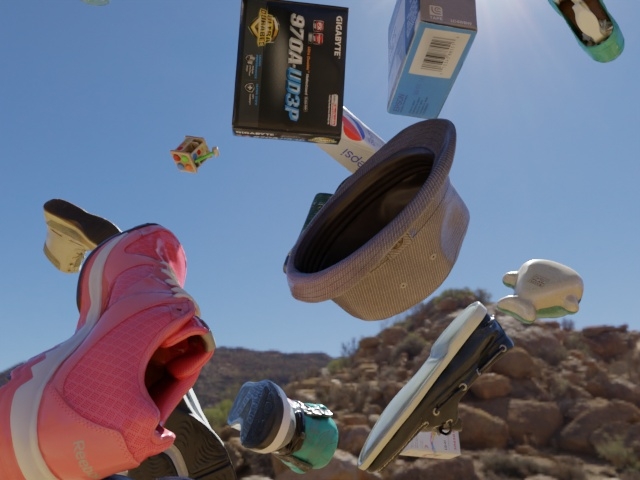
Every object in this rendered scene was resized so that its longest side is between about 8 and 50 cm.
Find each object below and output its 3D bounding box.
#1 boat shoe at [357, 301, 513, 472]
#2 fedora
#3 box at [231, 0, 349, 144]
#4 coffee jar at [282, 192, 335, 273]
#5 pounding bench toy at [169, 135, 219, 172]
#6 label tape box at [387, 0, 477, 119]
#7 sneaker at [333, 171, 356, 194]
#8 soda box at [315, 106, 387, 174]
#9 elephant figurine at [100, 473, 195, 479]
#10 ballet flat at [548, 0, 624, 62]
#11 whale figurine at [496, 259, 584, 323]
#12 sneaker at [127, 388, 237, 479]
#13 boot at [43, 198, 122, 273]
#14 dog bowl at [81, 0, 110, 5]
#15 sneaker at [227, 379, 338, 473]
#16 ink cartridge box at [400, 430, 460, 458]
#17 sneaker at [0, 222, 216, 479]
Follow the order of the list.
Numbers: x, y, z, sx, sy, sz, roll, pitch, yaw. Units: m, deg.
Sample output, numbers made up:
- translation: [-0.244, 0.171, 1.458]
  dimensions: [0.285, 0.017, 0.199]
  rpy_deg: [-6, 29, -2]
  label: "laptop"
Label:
- translation: [0.200, 0.266, 1.010]
  dimensions: [0.113, 0.340, 0.127]
  rpy_deg: [40, -15, 2]
  label: "boat shoe"
- translation: [0.089, -0.007, 0.738]
  dimensions: [0.124, 0.275, 0.244]
  rpy_deg: [45, -10, -20]
  label: "fedora"
- translation: [-0.048, -0.271, 0.974]
  dimensions: [0.175, 0.220, 0.051]
  rpy_deg: [5, -7, -5]
  label: "box"
- translation: [0.000, 0.000, 1.207]
  dimensions: [0.096, 0.184, 0.079]
  rpy_deg: [12, -20, 42]
  label: "coffee jar"
- translation: [-0.261, -0.177, 1.266]
  dimensions: [0.083, 0.065, 0.052]
  rpy_deg: [12, -41, 29]
  label: "pounding bench toy"
- translation: [0.198, -0.433, 1.122]
  dimensions: [0.106, 0.333, 0.240]
  rpy_deg: [6, -26, -5]
  label: "label tape box"
- translation: [0.073, -0.063, 1.342]
  dimensions: [0.283, 0.107, 0.124]
  rpy_deg: [-51, -8, 28]
  label: "sneaker"
- translation: [0.051, -0.278, 1.575]
  dimensions: [0.286, 0.091, 0.098]
  rpy_deg: [36, -55, -25]
  label: "soda box"
- translation: [-0.174, 0.282, 0.555]
  dimensions: [0.169, 0.239, 0.186]
  rpy_deg: [-17, -61, -16]
  label: "elephant figurine"
- translation: [0.488, -0.445, 1.136]
  dimensions: [0.083, 0.247, 0.087]
  rpy_deg: [-34, -23, 27]
  label: "ballet flat"
- translation: [0.579, 0.159, 1.613]
  dimensions: [0.216, 0.141, 0.272]
  rpy_deg: [26, 39, 37]
  label: "whale figurine"
- translation: [-0.232, 0.321, 1.021]
  dimensions: [0.169, 0.447, 0.257]
  rpy_deg: [-23, -6, -2]
  label: "sneaker"
- translation: [-0.540, 0.017, 1.383]
  dimensions: [0.213, 0.077, 0.165]
  rpy_deg: [29, -51, 5]
  label: "boot"
- translation: [-0.538, -0.717, 1.574]
  dimensions: [0.074, 0.166, 0.297]
  rpy_deg: [-28, 5, 47]
  label: "dog bowl"
- translation: [-0.047, 0.322, 1.015]
  dimensions: [0.178, 0.123, 0.295]
  rpy_deg: [27, -14, -12]
  label: "sneaker"
- translation: [0.223, 0.400, 1.254]
  dimensions: [0.123, 0.088, 0.052]
  rpy_deg: [12, -33, -18]
  label: "ink cartridge box"
- translation: [-0.147, 0.084, 0.533]
  dimensions: [0.136, 0.314, 0.116]
  rpy_deg: [-12, -60, 11]
  label: "sneaker"
